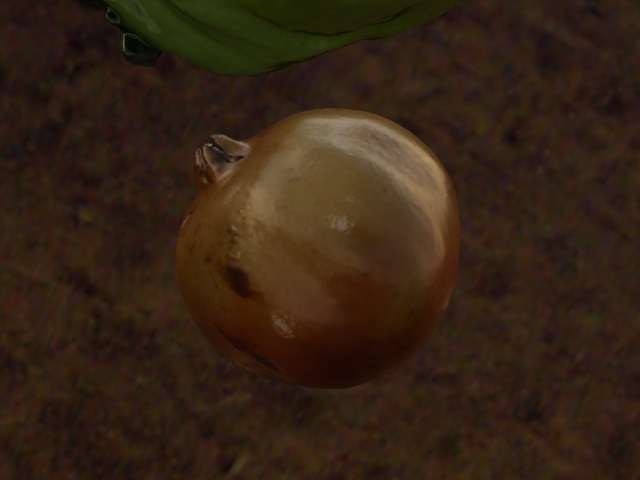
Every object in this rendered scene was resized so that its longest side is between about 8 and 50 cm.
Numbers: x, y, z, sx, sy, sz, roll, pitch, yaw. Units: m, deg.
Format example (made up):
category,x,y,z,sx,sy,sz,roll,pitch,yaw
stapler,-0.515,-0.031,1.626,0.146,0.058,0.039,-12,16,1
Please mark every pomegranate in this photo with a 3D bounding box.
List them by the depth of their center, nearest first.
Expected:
category,x,y,z,sx,sy,sz,roll,pitch,yaw
pomegranate,0.004,0.004,1.395,0.209,0.209,0.209,15,46,-16

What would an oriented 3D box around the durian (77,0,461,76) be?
category,x,y,z,sx,sy,sz,roll,pitch,yaw
durian,-0.015,-0.180,0.666,0.256,0.340,0.204,7,74,-33
